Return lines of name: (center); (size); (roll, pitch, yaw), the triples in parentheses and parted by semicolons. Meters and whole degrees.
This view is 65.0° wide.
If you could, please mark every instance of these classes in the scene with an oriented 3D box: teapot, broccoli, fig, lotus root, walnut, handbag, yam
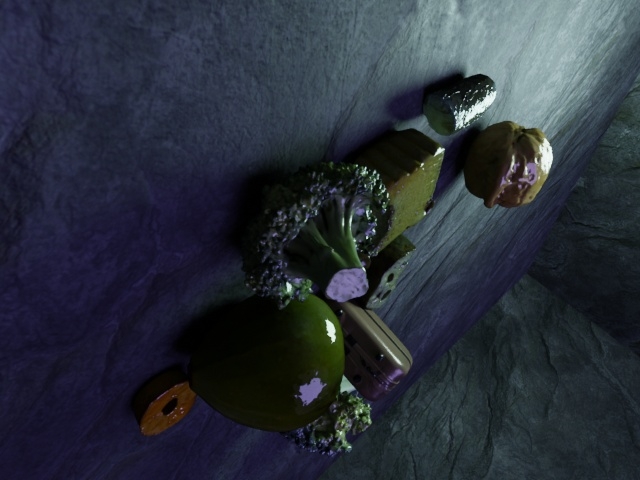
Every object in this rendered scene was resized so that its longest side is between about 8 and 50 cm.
teapot: (0.076, 0.045, 1.266); (0.068, 0.076, 0.121); (-22, 117, -27)
broccoli: (-0.031, 0.449, 1.479); (0.281, 0.348, 0.293); (-51, -162, -13)
fig: (-0.113, 0.249, 1.039); (0.316, 0.316, 0.316); (-35, 151, -23)
lotus root: (0.154, 0.082, 1.376); (0.138, 0.119, 0.235); (-18, 142, -45)
walnut: (0.520, -0.202, 1.416); (0.257, 0.224, 0.257); (21, 90, -75)
handbag: (0.118, 0.280, 1.396); (0.149, 0.302, 0.283); (-47, 159, 8)
yam: (0.310, -0.302, 1.118); (0.183, 0.107, 0.107); (-33, 150, -30)
broccoli: (-0.016, -0.009, 0.898); (0.260, 0.235, 0.288); (-73, -179, -66)

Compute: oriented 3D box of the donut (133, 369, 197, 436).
donut: (-0.331, 0.340, 1.067); (0.152, 0.058, 0.152); (-36, 150, -24)

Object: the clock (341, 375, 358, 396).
clock: (0.027, 0.613, 1.909); (0.324, 0.108, 0.265); (4, 122, -59)

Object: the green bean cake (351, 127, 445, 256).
green bean cake: (0.148, -0.108, 1.105); (0.233, 0.124, 0.236); (-36, 151, -25)
